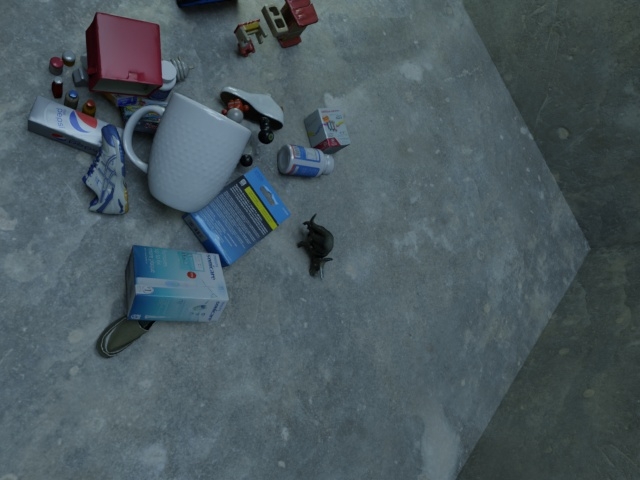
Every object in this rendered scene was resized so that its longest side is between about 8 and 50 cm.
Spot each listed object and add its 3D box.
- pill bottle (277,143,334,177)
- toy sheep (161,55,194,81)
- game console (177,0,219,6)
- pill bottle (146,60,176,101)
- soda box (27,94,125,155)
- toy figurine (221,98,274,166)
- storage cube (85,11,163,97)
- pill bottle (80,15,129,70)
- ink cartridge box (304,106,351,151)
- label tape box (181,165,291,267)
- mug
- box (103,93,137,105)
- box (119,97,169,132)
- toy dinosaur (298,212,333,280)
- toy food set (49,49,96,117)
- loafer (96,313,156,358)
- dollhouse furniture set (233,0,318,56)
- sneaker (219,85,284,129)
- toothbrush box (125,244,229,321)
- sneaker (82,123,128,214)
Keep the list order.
[{"bbox_3d":[-0.058,-0.331,1.939,0.221,0.124,0.125,4,79,-33],"label":"pill bottle"},{"bbox_3d":[-0.538,-0.637,1.710,0.131,0.091,0.091,-21,93,-16],"label":"toy sheep"},{"bbox_3d":[-0.435,-1.034,1.810,0.293,0.250,0.174,-30,124,-33],"label":"game console"},{"bbox_3d":[-0.567,-0.564,1.624,0.094,0.169,0.094,7,77,-32],"label":"pill bottle"},{"bbox_3d":[-0.778,-0.353,1.489,0.286,0.098,0.091,20,70,-28],"label":"soda box"},{"bbox_3d":[-0.299,-0.398,1.731,0.212,0.209,0.148,30,28,-28],"label":"toy figurine"},{"bbox_3d":[-0.624,-0.577,1.451,0.214,0.183,0.194,-4,95,-36],"label":"storage cube"},{"bbox_3d":[-0.713,-0.658,1.576,0.121,0.121,0.216,41,61,-20],"label":"pill bottle"},{"bbox_3d":[0.029,-0.482,2.023,0.128,0.127,0.177,-16,89,-34],"label":"ink cartridge box"},{"bbox_3d":[-0.310,-0.091,1.736,0.333,0.105,0.241,-41,103,-32],"label":"label tape box"},{"bbox_3d":[-0.462,-0.294,1.508,0.373,0.276,0.328,26,100,-6],"label":"mug"},{"bbox_3d":[-0.692,-0.504,1.566,0.136,0.028,0.081,36,41,17],"label":"box"},{"bbox_3d":[-0.576,-0.437,1.618,0.232,0.044,0.159,-1,44,-33],"label":"box"},{"bbox_3d":[0.000,0.000,1.863,0.160,0.314,0.121,32,45,18],"label":"toy dinosaur"},{"bbox_3d":[-0.812,-0.518,1.494,0.111,0.104,0.233,-15,89,-34],"label":"toy food set"},{"bbox_3d":[-0.607,0.275,1.481,0.094,0.087,0.251,52,58,-14],"label":"loafer"},{"bbox_3d":[-0.215,-0.899,1.913,0.373,0.201,0.152,-29,97,-27],"label":"dollhouse furniture set"},{"bbox_3d":[-0.275,-0.561,1.867,0.289,0.105,0.123,22,60,-36],"label":"sneaker"},{"bbox_3d":[-0.475,0.146,1.515,0.295,0.126,0.217,10,39,-32],"label":"toothbrush box"},{"bbox_3d":[-0.686,-0.217,1.451,0.130,0.112,0.297,-4,115,-22],"label":"sneaker"}]
